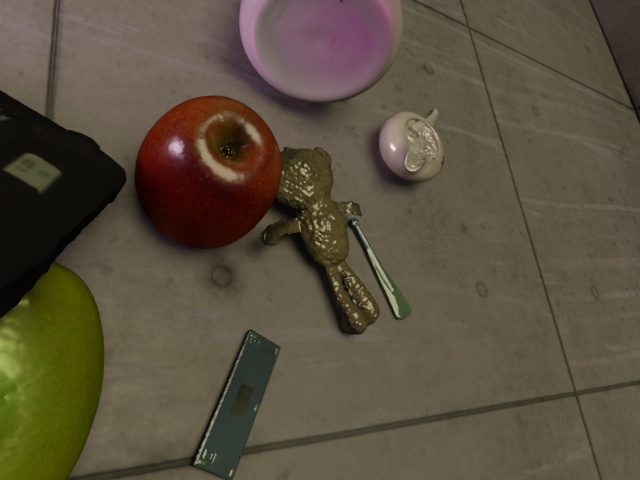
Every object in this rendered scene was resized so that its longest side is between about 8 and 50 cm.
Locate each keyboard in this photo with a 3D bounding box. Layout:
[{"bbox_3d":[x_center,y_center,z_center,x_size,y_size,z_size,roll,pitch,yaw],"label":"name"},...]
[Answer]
[{"bbox_3d":[-0.102,0.203,0.594,0.055,0.014,0.176,33,54,-19],"label":"keyboard"}]

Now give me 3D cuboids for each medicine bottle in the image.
[{"bbox_3d":[0.006,-0.426,0.798,0.256,0.256,0.324,21,51,-26],"label":"medicine bottle"}]

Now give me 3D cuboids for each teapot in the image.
[{"bbox_3d":[0.178,-0.187,0.915,0.145,0.092,0.226,41,51,-17],"label":"teapot"}]

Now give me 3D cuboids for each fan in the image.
[{"bbox_3d":[0.099,0.047,0.803,0.038,0.016,0.193,-28,87,-37],"label":"fan"}]

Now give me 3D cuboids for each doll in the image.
[{"bbox_3d":[0.013,-0.009,0.730,0.286,0.091,0.202,44,63,-13],"label":"doll"}]

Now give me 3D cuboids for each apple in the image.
[{"bbox_3d":[-0.141,-0.083,0.599,0.181,0.169,0.180,12,69,-33],"label":"apple"}]

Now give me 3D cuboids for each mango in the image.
[{"bbox_3d":[-0.289,0.126,0.411,0.186,0.149,0.272,2,66,-48],"label":"mango"}]

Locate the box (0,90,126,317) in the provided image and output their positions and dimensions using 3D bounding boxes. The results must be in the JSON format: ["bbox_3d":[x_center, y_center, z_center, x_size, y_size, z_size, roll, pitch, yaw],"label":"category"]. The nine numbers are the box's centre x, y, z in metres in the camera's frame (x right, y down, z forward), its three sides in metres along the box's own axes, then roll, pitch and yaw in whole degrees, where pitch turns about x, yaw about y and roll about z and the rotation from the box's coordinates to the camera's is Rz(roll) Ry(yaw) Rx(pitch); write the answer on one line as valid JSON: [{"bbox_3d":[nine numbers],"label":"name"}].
[{"bbox_3d":[-0.359,-0.091,0.375,0.351,0.090,0.359,29,15,-18],"label":"box"}]
